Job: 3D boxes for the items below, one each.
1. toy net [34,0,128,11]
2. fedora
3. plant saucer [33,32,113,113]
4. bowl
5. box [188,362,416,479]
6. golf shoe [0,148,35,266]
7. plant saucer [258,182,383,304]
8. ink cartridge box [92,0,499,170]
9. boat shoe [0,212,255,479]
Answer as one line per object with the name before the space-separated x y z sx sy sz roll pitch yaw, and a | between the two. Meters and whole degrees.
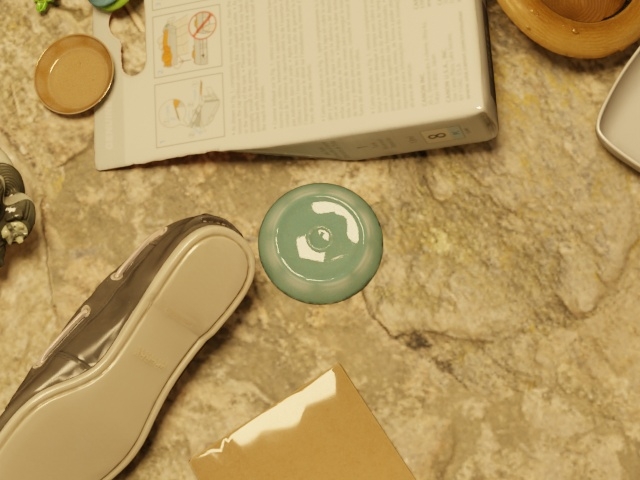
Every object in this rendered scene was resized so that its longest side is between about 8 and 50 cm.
toy net | -0.226 -0.338 1.126 0.122 0.045 0.232 -7 72 38
fedora | 0.237 -0.263 1.088 0.194 0.079 0.194 1 84 -9
plant saucer | -0.239 -0.161 1.097 0.084 0.015 0.083 -3 77 12
bowl | 0.341 -0.114 1.067 0.142 0.053 0.142 33 78 8
box | 0.004 0.236 0.999 0.164 0.021 0.201 -32 78 -7
golf shoe | -0.388 0.012 1.033 0.273 0.105 0.120 -33 47 0
plant saucer | 0.000 0.000 1.058 0.119 0.021 0.119 0 76 1
ink cartridge box | -0.032 -0.226 1.101 0.385 0.091 0.308 -7 76 16
boat shoe | -0.188 0.113 1.007 0.335 0.095 0.112 -49 116 -7
